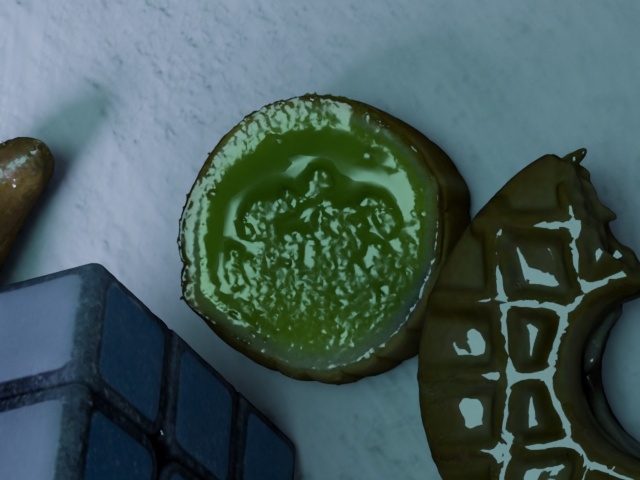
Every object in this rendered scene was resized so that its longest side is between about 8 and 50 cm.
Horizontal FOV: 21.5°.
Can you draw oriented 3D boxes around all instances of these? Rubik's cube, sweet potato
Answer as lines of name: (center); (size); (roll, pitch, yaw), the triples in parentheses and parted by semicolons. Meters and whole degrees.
Rubik's cube: (-0.218, 0.237, 1.199); (0.303, 0.301, 0.305); (-15, 53, 22)
sweet potato: (-0.324, 0.064, 1.430); (0.114, 0.092, 0.341); (19, 94, 9)

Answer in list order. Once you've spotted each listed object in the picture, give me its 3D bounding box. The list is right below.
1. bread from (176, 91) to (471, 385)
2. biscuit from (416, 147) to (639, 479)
bread: (0.000, 0.000, 1.295); (0.236, 0.070, 0.236); (-2, 86, 24)
biscuit: (0.221, 0.125, 1.157); (0.366, 0.115, 0.268); (38, 102, 24)
